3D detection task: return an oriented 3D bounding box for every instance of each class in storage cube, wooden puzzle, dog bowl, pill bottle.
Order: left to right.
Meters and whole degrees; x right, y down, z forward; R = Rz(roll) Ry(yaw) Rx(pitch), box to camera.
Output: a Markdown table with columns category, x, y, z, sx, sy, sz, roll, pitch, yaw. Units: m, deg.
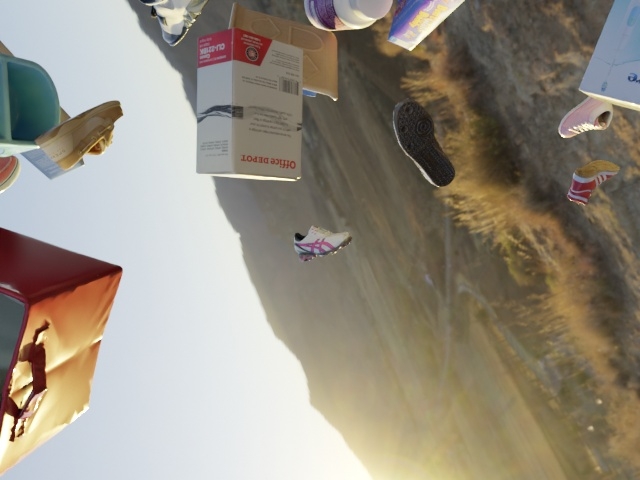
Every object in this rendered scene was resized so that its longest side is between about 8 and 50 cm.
| category | x | y | z | sx | sy | sz | roll | pitch | yaw |
| --- | --- | --- | --- | --- | --- | --- | --- | --- | --- |
| storage cube | -0.344 | 0.095 | 0.635 | 0.193 | 0.215 | 0.183 | -39 | -35 | -80 |
| dog bowl | -0.504 | -0.211 | 0.955 | 0.297 | 0.074 | 0.166 | -27 | -63 | -77 |
| wooden puzzle | -0.115 | -0.556 | 1.894 | 0.080 | 0.348 | 0.322 | 121 | 157 | -46 |
| pill bottle | 0.086 | -0.726 | 1.906 | 0.301 | 0.169 | 0.169 | 30 | 146 | 59 |

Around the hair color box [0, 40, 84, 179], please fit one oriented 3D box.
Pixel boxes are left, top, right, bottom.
| category | x | y | z | sx | sy | sz | roll | pitch | yaw |
| --- | --- | --- | --- | --- | --- | --- | --- | --- | --- |
| hair color box | -0.781 | -0.339 | 1.659 | 0.374 | 0.114 | 0.185 | 67 | 178 | -64 |

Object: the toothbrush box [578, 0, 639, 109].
| category | x | y | z | sx | sy | sz | roll | pitch | yaw |
| --- | --- | --- | --- | --- | --- | --- | --- | --- | --- |
| toothbrush box | 0.606 | -0.356 | 1.050 | 0.216 | 0.126 | 0.295 | 32 | 110 | 45 |

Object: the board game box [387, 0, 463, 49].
| category | x | y | z | sx | sy | sz | roll | pitch | yaw |
| --- | --- | --- | --- | --- | --- | --- | --- | --- | --- |
| board game box | 0.301 | -0.678 | 1.635 | 0.347 | 0.078 | 0.233 | 159 | 128 | -72 |

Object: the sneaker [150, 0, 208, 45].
| category | x | y | z | sx | sy | sz | roll | pitch | yaw |
| --- | --- | --- | --- | --- | --- | --- | --- | --- | --- |
| sneaker | -0.374 | -0.607 | 1.601 | 0.146 | 0.122 | 0.330 | 34 | 164 | -19 |

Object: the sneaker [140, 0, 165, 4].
| category | x | y | z | sx | sy | sz | roll | pitch | yaw |
| --- | --- | --- | --- | --- | --- | --- | --- | --- | --- |
| sneaker | -0.313 | -0.517 | 1.210 | 0.121 | 0.217 | 0.079 | -42 | -71 | -51 |

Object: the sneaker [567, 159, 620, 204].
| category | x | y | z | sx | sy | sz | roll | pitch | yaw |
| --- | --- | --- | --- | --- | --- | --- | --- | --- | --- |
| sneaker | 0.499 | -0.106 | 1.160 | 0.042 | 0.118 | 0.067 | 45 | 140 | 41 |

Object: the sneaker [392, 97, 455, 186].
| category | x | y | z | sx | sy | sz | roll | pitch | yaw |
| --- | --- | --- | --- | --- | --- | --- | --- | --- | --- |
| sneaker | 0.164 | -0.168 | 1.074 | 0.188 | 0.066 | 0.071 | 54 | -178 | -36 |

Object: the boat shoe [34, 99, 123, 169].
| category | x | y | z | sx | sy | sz | roll | pitch | yaw |
| --- | --- | --- | --- | --- | --- | --- | --- | --- | --- |
| boat shoe | -0.309 | -0.139 | 0.837 | 0.059 | 0.063 | 0.170 | 63 | -155 | -19 |

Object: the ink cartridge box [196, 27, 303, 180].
| category | x | y | z | sx | sy | sz | roll | pitch | yaw |
| --- | --- | --- | --- | --- | --- | --- | --- | --- | --- |
| ink cartridge box | -0.139 | -0.260 | 1.267 | 0.197 | 0.114 | 0.272 | -1 | -88 | -50 |

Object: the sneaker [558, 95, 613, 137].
| category | x | y | z | sx | sy | sz | roll | pitch | yaw |
| --- | --- | --- | --- | --- | --- | --- | --- | --- | --- |
| sneaker | 0.561 | -0.250 | 1.330 | 0.134 | 0.051 | 0.070 | 129 | 146 | -47 |

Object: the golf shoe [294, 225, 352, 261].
| category | x | y | z | sx | sy | sz | roll | pitch | yaw |
| --- | --- | --- | --- | --- | --- | --- | --- | --- | --- |
| golf shoe | 0.000 | 0.000 | 1.694 | 0.067 | 0.186 | 0.086 | -31 | -78 | -51 |

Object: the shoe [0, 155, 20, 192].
| category | x | y | z | sx | sy | sz | roll | pitch | yaw |
| --- | --- | --- | --- | --- | --- | --- | --- | --- | --- |
| shoe | -0.607 | -0.113 | 1.104 | 0.063 | 0.178 | 0.081 | 23 | 142 | 16 |
